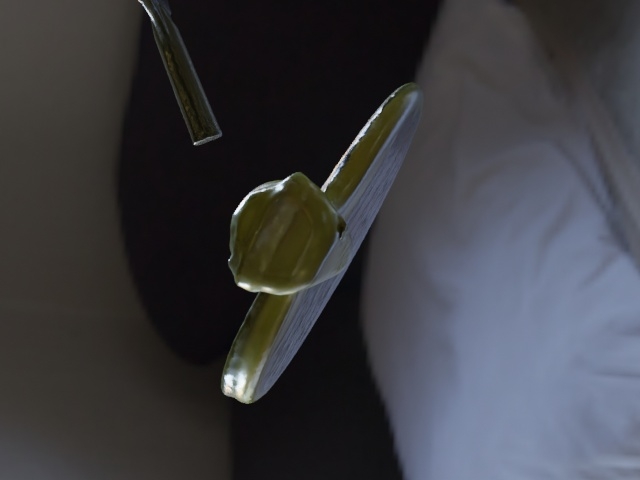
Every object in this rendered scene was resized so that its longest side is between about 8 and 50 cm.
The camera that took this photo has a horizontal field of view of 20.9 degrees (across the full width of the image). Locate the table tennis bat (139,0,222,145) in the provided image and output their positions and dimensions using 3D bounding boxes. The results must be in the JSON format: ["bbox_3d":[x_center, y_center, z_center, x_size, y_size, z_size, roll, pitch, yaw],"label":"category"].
[{"bbox_3d":[-0.124,-0.186,1.242,0.138,0.022,0.246,-9,-101,-85],"label":"table tennis bat"}]

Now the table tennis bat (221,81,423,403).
[{"bbox_3d":[0.000,0.000,1.008,0.224,0.054,0.368,-60,-6,1],"label":"table tennis bat"}]
